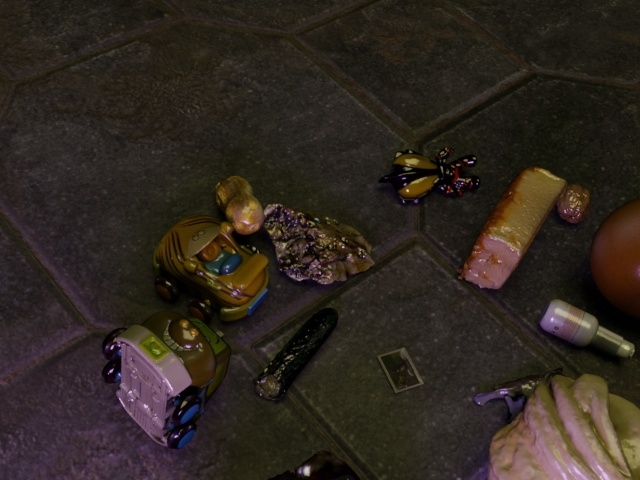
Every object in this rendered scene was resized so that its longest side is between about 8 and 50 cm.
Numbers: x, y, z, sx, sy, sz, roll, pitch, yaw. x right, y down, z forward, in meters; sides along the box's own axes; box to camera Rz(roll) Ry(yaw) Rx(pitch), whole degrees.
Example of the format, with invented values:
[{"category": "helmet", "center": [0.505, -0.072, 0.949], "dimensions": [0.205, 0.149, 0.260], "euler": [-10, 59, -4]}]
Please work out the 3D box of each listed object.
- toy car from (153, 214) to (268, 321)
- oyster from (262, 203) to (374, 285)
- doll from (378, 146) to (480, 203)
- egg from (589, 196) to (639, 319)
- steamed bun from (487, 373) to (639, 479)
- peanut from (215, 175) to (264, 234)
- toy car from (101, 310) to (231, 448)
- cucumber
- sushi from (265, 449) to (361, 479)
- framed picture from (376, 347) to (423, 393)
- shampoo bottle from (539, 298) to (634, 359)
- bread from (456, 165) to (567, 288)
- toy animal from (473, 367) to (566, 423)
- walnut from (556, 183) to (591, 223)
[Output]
[{"category": "toy car", "center": [-0.219, 0.042, 1.601], "dimensions": [0.248, 0.142, 0.200], "euler": [29, 52, 11]}, {"category": "oyster", "center": [0.000, 0.000, 1.717], "dimensions": [0.223, 0.083, 0.214], "euler": [-15, 59, -28]}, {"category": "doll", "center": [0.259, -0.158, 1.878], "dimensions": [0.249, 0.088, 0.127], "euler": [-2, 53, -16]}, {"category": "egg", "center": [0.747, 0.037, 1.687], "dimensions": [0.351, 0.282, 0.282], "euler": [-6, 54, -19]}, {"category": "steamed bun", "center": [0.463, 0.408, 1.370], "dimensions": [0.325, 0.230, 0.372], "euler": [46, 53, 4]}, {"category": "peanut", "center": [-0.175, -0.079, 1.714], "dimensions": [0.087, 0.087, 0.206], "euler": [-9, 30, -17]}, {"category": "toy car", "center": [-0.248, 0.221, 1.395], "dimensions": [0.204, 0.248, 0.198], "euler": [39, 52, 20]}, {"category": "cucumber", "center": [-0.036, 0.208, 1.554], "dimensions": [0.067, 0.067, 0.245], "euler": [32, 55, 14]}, {"category": "sushi", "center": [-0.041, 0.493, 1.187], "dimensions": [0.294, 0.299, 0.281], "euler": [-17, 42, -20]}, {"category": "framed picture", "center": [0.159, 0.259, 1.585], "dimensions": [0.066, 0.006, 0.089], "euler": [-14, 56, -19]}, {"category": "shampoo bottle", "center": [0.561, 0.191, 1.667], "dimensions": [0.192, 0.074, 0.074], "euler": [25, 52, 9]}, {"category": "bread", "center": [0.422, -0.030, 1.748], "dimensions": [0.114, 0.184, 0.274], "euler": [35, 55, 12]}, {"category": "toy animal", "center": [0.411, 0.292, 1.568], "dimensions": [0.202, 0.070, 0.105], "euler": [-22, 25, -26]}, {"category": "walnut", "center": [0.605, -0.089, 1.892], "dimensions": [0.079, 0.082, 0.096], "euler": [39, 55, -20]}]
